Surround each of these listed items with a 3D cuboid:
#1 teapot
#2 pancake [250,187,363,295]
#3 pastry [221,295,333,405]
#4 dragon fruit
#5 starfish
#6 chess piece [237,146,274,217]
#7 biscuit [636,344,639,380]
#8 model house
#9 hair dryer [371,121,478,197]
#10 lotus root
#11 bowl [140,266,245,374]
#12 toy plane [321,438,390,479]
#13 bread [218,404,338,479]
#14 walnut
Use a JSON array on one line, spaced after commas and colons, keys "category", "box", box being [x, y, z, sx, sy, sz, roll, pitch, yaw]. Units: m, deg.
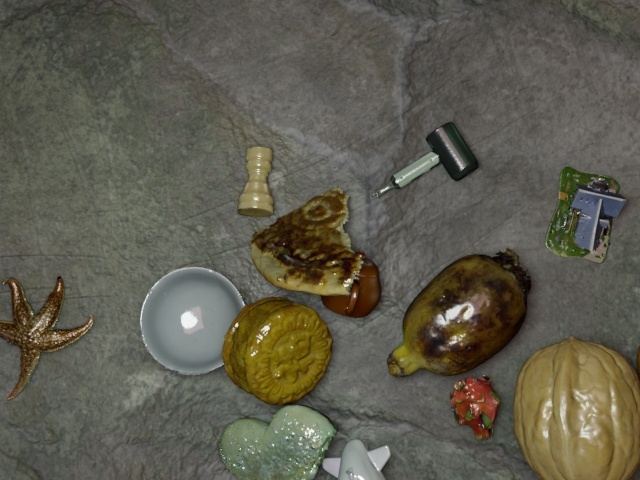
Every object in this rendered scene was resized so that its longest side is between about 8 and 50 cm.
[{"category": "teapot", "box": [0.057, 0.071, 1.697, 0.116, 0.173, 0.116, 1, 110, 2]}, {"category": "pancake", "box": [0.000, 0.000, 1.710, 0.265, 0.057, 0.244, 9, 47, 36]}, {"category": "pastry", "box": [-0.071, 0.189, 1.657, 0.103, 0.188, 0.189, 24, 80, 49]}, {"category": "dragon fruit", "box": [0.271, 0.292, 1.683, 0.081, 0.086, 0.116, -21, 88, -39]}, {"category": "starfish", "box": [-0.519, 0.173, 1.746, 0.213, 0.057, 0.238, 9, 81, 11]}, {"category": "chess piece", "box": [-0.116, -0.108, 1.770, 0.066, 0.066, 0.122, 1, 77, 2]}, {"category": "biscuit", "box": [0.637, 0.192, 1.623, 0.066, 0.220, 0.221, 34, 83, -29]}, {"category": "model house", "box": [0.475, -0.051, 1.721, 0.117, 0.088, 0.167, 16, 82, 4]}, {"category": "hair dryer", "box": [0.182, -0.125, 1.771, 0.197, 0.057, 0.100, -31, 81, 6]}, {"category": "lotus root", "box": [0.245, 0.134, 1.675, 0.314, 0.141, 0.169, -41, 85, -4]}, {"category": "bowl", "box": [-0.218, 0.145, 1.722, 0.188, 0.086, 0.189, 0, 83, 3]}, {"category": "toy plane", "box": [0.085, 0.463, 1.645, 0.252, 0.118, 0.252, -2, 85, 20]}, {"category": "bread", "box": [-0.072, 0.374, 1.658, 0.232, 0.064, 0.173, -17, 94, 26]}, {"category": "walnut", "box": [0.431, 0.290, 1.615, 0.224, 0.225, 0.261, -2, 82, 2]}]
